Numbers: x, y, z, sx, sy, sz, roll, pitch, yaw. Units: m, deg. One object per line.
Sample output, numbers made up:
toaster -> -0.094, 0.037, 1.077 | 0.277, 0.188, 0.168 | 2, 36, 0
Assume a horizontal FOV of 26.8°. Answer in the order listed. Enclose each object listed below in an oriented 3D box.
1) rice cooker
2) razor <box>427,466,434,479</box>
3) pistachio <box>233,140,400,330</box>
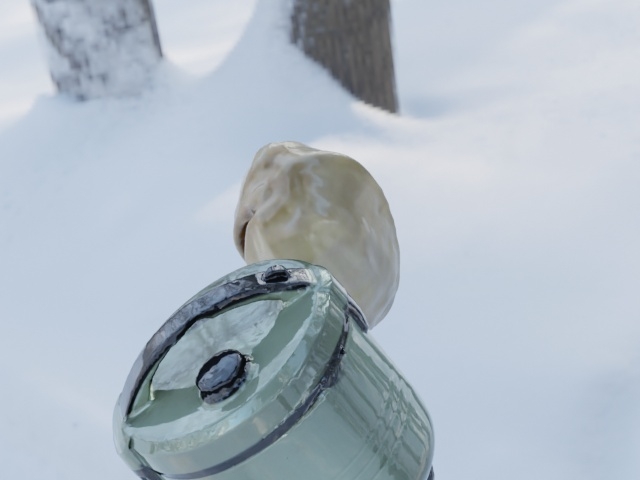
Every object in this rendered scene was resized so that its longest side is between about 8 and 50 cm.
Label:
rice cooker -> -0.042, 0.142, 1.109 | 0.226, 0.244, 0.226 | -27, 33, 19
razor -> 0.038, 0.255, 1.280 | 0.148, 0.090, 0.054 | -17, 33, -19
pistachio -> 0.000, 0.000, 1.332 | 0.157, 0.229, 0.157 | -15, 48, 17
